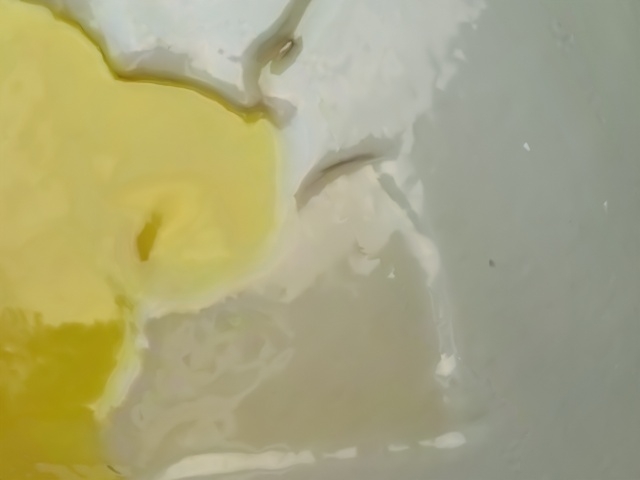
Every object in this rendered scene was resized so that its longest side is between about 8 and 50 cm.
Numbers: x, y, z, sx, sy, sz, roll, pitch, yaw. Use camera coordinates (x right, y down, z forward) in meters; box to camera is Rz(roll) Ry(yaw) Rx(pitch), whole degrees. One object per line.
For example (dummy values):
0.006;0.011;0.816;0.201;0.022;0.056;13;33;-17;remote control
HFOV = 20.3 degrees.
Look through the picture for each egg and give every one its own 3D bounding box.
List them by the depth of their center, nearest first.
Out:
-0.018;0.009;0.538;0.283;0.345;0.283;-25;26;13;egg
